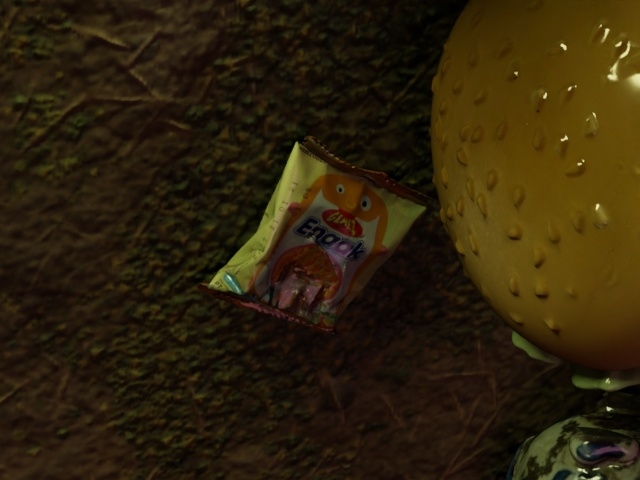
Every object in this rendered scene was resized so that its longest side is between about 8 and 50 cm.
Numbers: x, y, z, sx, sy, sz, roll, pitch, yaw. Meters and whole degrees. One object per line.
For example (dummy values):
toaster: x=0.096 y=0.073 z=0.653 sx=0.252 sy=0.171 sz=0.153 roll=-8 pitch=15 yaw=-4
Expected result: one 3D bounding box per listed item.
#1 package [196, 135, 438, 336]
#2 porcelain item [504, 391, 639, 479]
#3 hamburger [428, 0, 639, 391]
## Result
package: x=-0.001 y=0.002 z=1.094 sx=0.108 sy=0.031 sz=0.121 roll=23 pitch=109 yaw=-36
porcelain item: x=0.261 y=0.212 z=1.223 sx=0.138 sy=0.288 sz=0.186 roll=-22 pitch=115 yaw=-66
hamburger: x=0.178 y=-0.051 z=0.992 sx=0.212 sy=0.274 sz=0.274 roll=-1 pitch=122 yaw=-34
